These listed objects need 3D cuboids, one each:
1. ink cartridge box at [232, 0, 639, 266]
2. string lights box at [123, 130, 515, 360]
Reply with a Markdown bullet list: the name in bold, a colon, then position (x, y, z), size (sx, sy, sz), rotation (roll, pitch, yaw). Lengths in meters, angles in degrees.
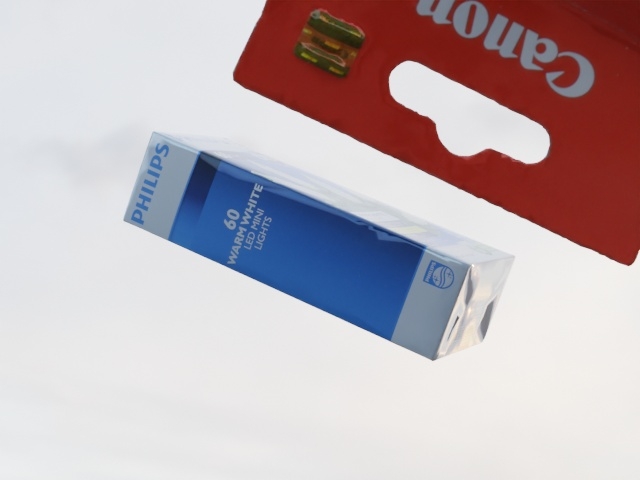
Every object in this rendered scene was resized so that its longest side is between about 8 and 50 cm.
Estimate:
- **ink cartridge box**: position (0.168, -0.198, 0.791), size (0.308, 0.385, 0.091), rotation (24, 9, -18)
- **string lights box**: position (0.000, 0.000, 1.018), size (0.260, 0.076, 0.133), rotation (23, 10, 19)
